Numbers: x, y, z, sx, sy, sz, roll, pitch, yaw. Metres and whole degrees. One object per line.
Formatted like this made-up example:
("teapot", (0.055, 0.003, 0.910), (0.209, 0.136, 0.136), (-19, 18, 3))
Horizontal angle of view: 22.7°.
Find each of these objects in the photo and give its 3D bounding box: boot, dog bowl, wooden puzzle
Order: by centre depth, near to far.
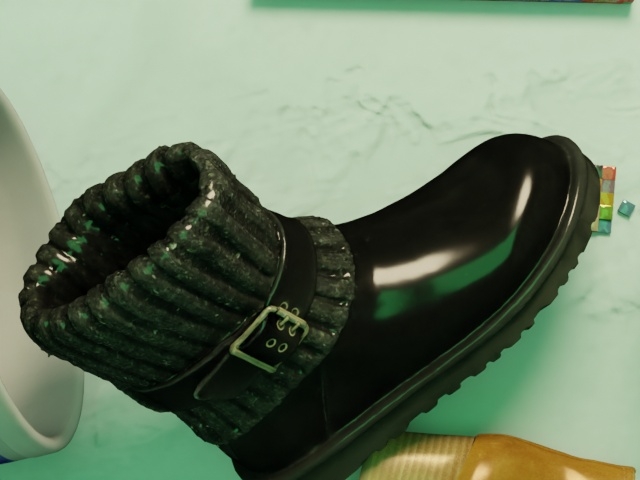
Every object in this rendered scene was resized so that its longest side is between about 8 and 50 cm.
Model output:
("boot", (0.001, 0.002, 1.055), (0.348, 0.131, 0.260), (-45, 123, 0))
("dog bowl", (-0.249, 0.022, 1.066), (0.104, 0.265, 0.265), (-14, 86, 6))
("boot", (0.109, 0.282, 1.110), (0.211, 0.104, 0.295), (12, 83, 4))
("wooden puzzle", (0.190, -0.032, 1.172), (0.083, 0.006, 0.049), (5, 87, 4))

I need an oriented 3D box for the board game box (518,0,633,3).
("board game box", (0.093, -0.251, 1.182), (0.281, 0.027, 0.145), (2, 88, 3))
